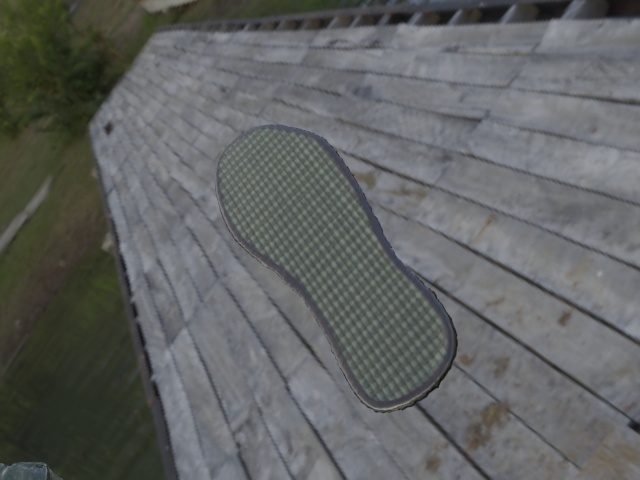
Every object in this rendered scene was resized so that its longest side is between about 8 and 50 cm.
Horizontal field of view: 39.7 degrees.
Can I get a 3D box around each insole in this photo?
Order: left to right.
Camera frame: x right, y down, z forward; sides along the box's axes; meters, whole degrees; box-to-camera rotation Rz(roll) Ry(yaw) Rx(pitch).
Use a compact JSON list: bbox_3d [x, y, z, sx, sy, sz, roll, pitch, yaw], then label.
[{"bbox_3d":[0.000,0.000,0.524,0.086,0.005,0.253,-42,47,4],"label":"insole"}]

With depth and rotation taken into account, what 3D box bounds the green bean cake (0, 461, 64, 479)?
[{"bbox_3d":[-0.270,0.260,0.644,0.185,0.094,0.183,-12,44,23],"label":"green bean cake"}]
